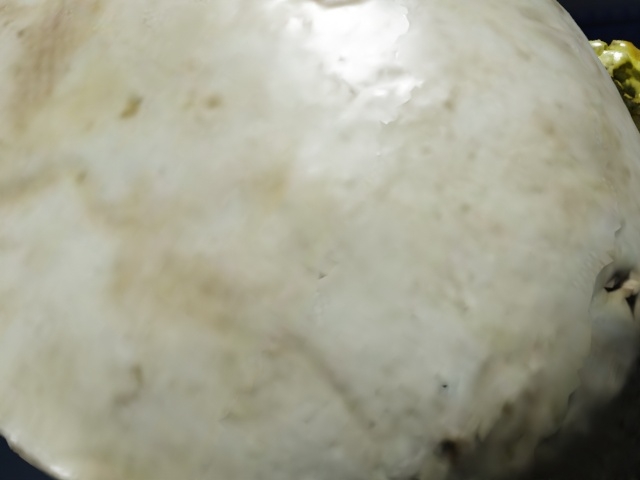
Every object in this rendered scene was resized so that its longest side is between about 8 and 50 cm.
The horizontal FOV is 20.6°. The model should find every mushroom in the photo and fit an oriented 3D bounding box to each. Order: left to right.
[{"bbox_3d":[0.000,0.000,0.515,0.253,0.189,0.195,35,-2,33],"label":"mushroom"}]

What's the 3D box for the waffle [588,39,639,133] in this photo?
[{"bbox_3d":[0.210,-0.022,1.187,0.059,0.243,0.238,-49,156,-46],"label":"waffle"}]
